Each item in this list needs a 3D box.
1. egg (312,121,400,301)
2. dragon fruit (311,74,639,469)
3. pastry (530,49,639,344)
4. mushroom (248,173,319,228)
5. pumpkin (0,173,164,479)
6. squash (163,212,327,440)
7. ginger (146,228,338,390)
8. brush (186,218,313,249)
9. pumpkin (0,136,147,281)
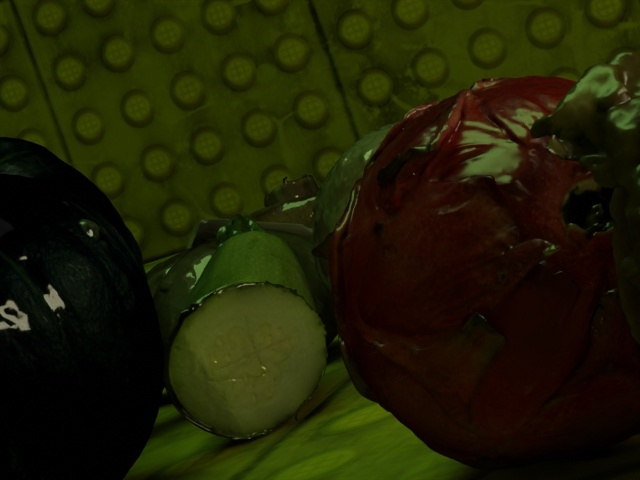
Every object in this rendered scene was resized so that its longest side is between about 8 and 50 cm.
[{"bbox_3d":[0.091,-0.004,1.580,0.203,0.203,0.245,-20,-6,-3],"label":"egg"},{"bbox_3d":[0.118,0.017,1.030,0.241,0.241,0.252,-24,1,-40],"label":"dragon fruit"},{"bbox_3d":[0.261,-0.020,0.854,0.240,0.235,0.132,-31,11,-10],"label":"pastry"},{"bbox_3d":[-0.012,-0.016,2.433,0.278,0.146,0.278,-25,-4,-2],"label":"mushroom"},{"bbox_3d":[-0.297,0.106,1.358,0.363,0.266,0.363,-22,17,7],"label":"pumpkin"},{"bbox_3d":[-0.047,0.054,1.540,0.137,0.137,0.287,-18,18,13],"label":"squash"},{"bbox_3d":[-0.105,0.080,1.791,0.244,0.155,0.304,-32,3,-36],"label":"ginger"},{"bbox_3d":[0.000,0.000,1.962,0.321,0.060,0.050,3,37,-30],"label":"brush"},{"bbox_3d":[-0.314,0.068,1.660,0.315,0.315,0.238,-16,5,36],"label":"pumpkin"}]
